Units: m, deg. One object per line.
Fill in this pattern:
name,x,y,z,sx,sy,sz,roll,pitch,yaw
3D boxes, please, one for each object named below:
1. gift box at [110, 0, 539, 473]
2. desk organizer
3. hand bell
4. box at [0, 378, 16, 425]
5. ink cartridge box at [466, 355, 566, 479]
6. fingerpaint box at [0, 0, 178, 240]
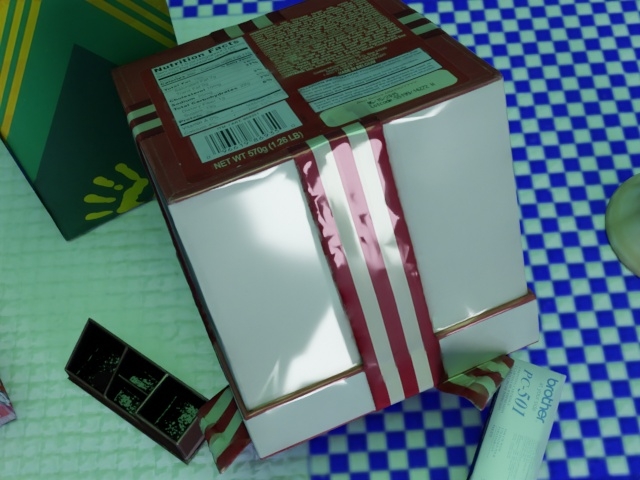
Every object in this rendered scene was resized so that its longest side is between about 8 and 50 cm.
gift box,0.000,0.000,0.662,0.255,0.258,0.276,-19,37,-5
desk organizer,-0.147,0.120,0.735,0.130,0.050,0.047,31,67,17
hand bell,0.315,-0.065,0.708,0.126,0.242,0.126,-1,63,1
box,-0.389,0.128,0.699,0.257,0.122,0.128,-27,65,-12
ink cartridge box,0.122,0.197,0.657,0.046,0.097,0.207,19,65,12
fingerpaint box,-0.290,-0.278,0.773,0.163,0.371,0.444,-29,65,-13
